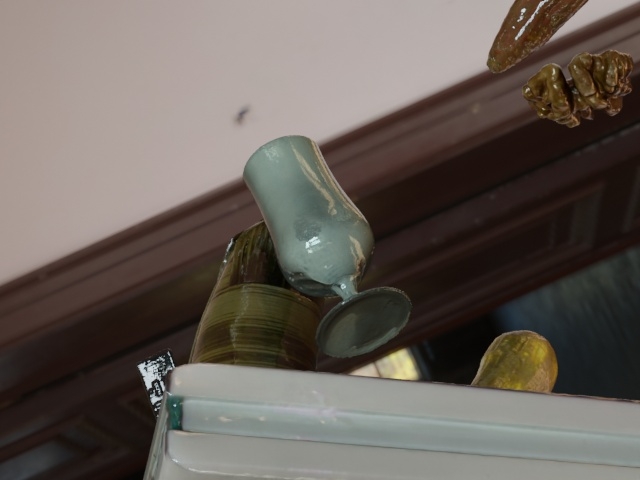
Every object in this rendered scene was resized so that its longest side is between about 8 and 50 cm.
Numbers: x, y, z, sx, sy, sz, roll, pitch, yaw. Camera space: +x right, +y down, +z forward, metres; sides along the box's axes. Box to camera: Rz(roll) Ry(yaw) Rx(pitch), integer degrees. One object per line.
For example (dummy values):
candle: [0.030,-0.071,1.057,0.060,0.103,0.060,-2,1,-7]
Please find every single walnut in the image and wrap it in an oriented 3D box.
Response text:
walnut: [0.338,-0.189,1.626,0.170,0.143,0.069,16,-119,-64]

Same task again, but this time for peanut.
peanut: [0.190,0.178,1.350,0.207,0.087,0.087,-52,-49,-38]

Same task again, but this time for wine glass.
wine glass: [0.000,0.000,1.282,0.231,0.103,0.103,61,177,37]

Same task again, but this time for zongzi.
zongzi: [-0.093,0.145,1.433,0.288,0.134,0.286,131,153,-57]

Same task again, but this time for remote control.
remote control: [0.069,0.110,0.507,0.055,0.277,0.103,-96,17,-44]
remote control: [-0.205,0.282,1.878,0.245,0.063,0.025,68,-167,14]

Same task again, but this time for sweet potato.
sweet potato: [0.264,-0.284,1.351,0.078,0.255,0.058,22,-161,-41]
